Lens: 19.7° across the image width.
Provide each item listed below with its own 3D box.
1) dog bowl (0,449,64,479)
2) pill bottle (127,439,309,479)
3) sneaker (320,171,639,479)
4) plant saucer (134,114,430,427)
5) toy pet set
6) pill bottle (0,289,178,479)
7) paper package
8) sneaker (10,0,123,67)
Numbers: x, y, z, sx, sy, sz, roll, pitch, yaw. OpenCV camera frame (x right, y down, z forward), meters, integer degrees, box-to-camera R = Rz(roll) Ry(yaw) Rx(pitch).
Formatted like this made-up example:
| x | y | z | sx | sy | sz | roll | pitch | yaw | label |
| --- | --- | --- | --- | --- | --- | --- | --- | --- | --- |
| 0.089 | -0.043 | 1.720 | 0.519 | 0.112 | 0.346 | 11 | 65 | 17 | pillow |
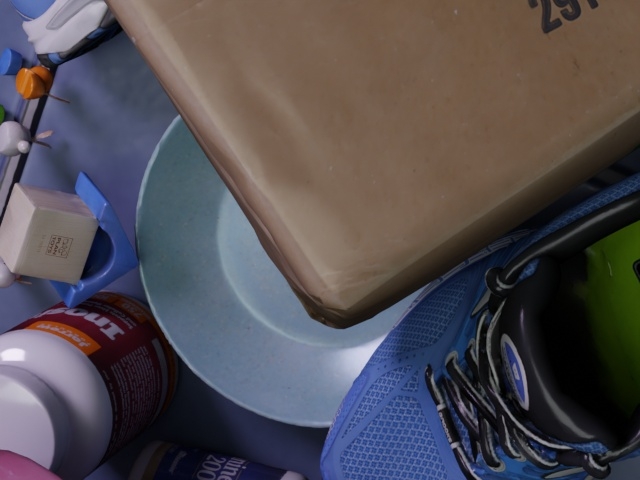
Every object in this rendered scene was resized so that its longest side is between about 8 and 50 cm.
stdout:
| x | y | z | sx | sy | sz | roll | pitch | yaw | label |
| --- | --- | --- | --- | --- | --- | --- | --- | --- | --- |
| -0.084 | 0.263 | 0.789 | 0.150 | 0.408 | 0.408 | -42 | 87 | -19 | dog bowl |
| -0.042 | 0.151 | 0.986 | 0.120 | 0.067 | 0.067 | 12 | 104 | 13 | pill bottle |
| 0.101 | 0.044 | 0.814 | 0.330 | 0.147 | 0.130 | -40 | 75 | 38 | sneaker |
| 0.000 | 0.000 | 0.961 | 0.195 | 0.037 | 0.195 | 3 | 101 | 15 | plant saucer |
| -0.142 | -0.024 | 0.989 | 0.065 | 0.114 | 0.122 | 11 | 108 | -31 | toy pet set |
| -0.136 | 0.081 | 0.953 | 0.086 | 0.152 | 0.086 | 3 | 101 | 15 | pill bottle |
| 0.050 | -0.167 | 0.795 | 0.325 | 0.168 | 0.309 | -35 | 92 | -3 | paper package |
| -0.082 | -0.174 | 0.927 | 0.211 | 0.080 | 0.081 | -34 | 93 | 18 | sneaker |
